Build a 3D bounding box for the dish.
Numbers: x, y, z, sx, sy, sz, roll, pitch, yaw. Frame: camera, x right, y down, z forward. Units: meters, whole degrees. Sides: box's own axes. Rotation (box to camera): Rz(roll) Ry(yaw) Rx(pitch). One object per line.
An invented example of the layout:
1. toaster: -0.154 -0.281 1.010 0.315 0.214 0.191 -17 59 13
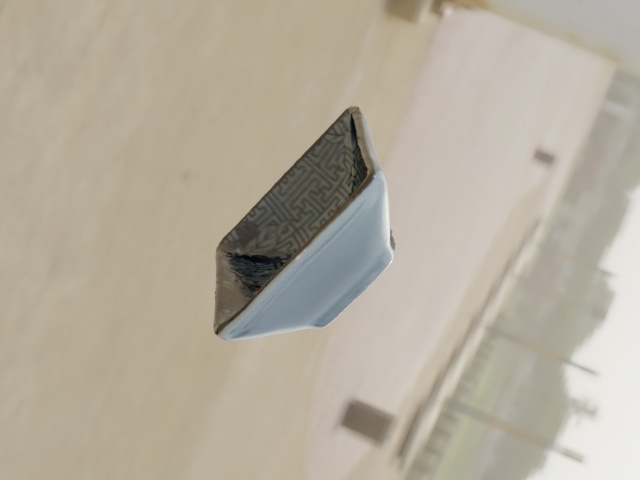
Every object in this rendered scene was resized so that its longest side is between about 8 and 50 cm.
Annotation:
1. dish: 0.000 0.000 1.428 0.182 0.080 0.243 -46 -165 11
